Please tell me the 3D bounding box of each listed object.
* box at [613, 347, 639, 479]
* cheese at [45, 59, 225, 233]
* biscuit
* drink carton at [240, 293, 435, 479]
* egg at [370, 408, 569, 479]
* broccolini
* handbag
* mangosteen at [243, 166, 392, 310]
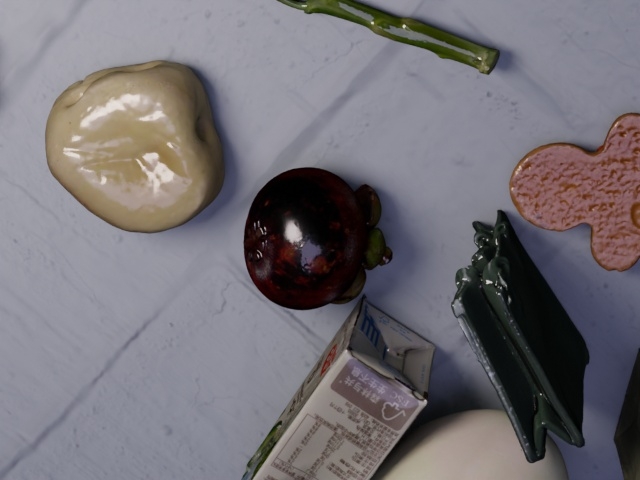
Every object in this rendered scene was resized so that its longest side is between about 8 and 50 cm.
[{"bbox_3d":[0.473,0.261,1.706,0.149,0.231,0.155,11,112,1],"label":"box"},{"bbox_3d":[-0.227,-0.121,1.684,0.235,0.117,0.218,22,109,-7],"label":"cheese"},{"bbox_3d":[0.399,-0.062,1.689,0.324,0.049,0.205,1,110,4],"label":"biscuit"},{"bbox_3d":[0.014,0.255,1.760,0.132,0.194,0.324,34,110,-2],"label":"drink carton"},{"bbox_3d":[0.179,0.374,1.747,0.283,0.283,0.345,28,102,-6],"label":"egg"},{"bbox_3d":[0.035,-0.289,1.618,0.392,0.074,0.079,20,118,-1],"label":"broccolini"},{"bbox_3d":[0.250,0.110,1.662,0.079,0.247,0.260,-22,108,19],"label":"handbag"},{"bbox_3d":[0.000,0.000,1.693,0.200,0.200,0.200,2,111,4],"label":"mangosteen"}]
